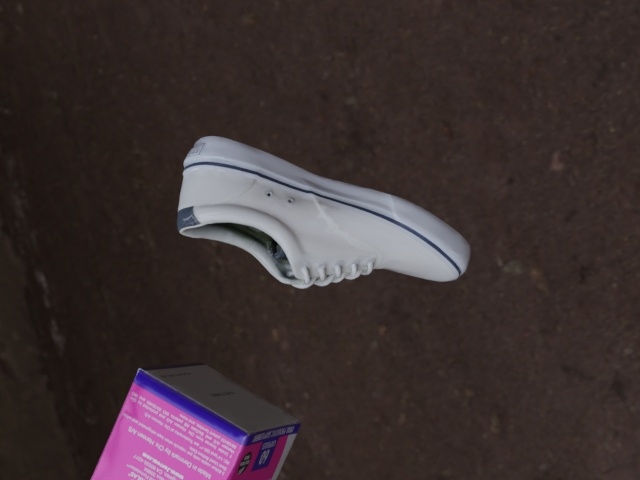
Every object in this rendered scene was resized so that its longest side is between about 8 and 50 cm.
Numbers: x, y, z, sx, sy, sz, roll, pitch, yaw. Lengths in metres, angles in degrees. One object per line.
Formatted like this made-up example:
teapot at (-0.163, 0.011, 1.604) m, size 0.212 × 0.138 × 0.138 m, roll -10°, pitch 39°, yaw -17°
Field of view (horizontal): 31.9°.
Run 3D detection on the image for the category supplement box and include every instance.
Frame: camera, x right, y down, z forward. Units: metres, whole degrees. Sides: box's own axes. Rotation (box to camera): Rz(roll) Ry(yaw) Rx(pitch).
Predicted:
supplement box at (-0.123, 0.223, 0.906) m, size 0.114 × 0.111 × 0.220 m, roll 27°, pitch 96°, yaw 20°

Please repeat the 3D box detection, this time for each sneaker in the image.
sneaker at (0.000, 0.000, 0.943) m, size 0.094 × 0.258 × 0.091 m, roll 133°, pitch 153°, yaw -68°
